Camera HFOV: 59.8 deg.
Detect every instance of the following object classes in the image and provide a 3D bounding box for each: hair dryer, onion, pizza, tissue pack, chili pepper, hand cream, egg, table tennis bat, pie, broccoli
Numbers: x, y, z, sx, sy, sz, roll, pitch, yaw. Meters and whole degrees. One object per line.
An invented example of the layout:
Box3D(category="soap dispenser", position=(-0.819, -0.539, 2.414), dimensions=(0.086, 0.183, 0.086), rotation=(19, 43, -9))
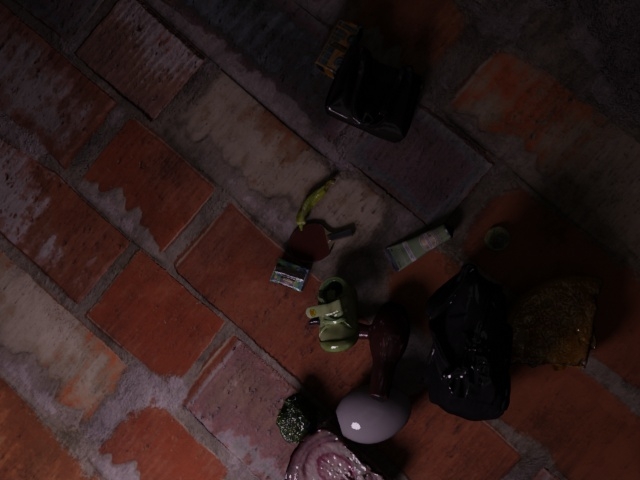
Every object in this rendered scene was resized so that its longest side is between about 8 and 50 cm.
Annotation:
Box3D(category="hair dryer", position=(0.100, 0.326, 1.756), dimensions=(0.341, 0.123, 0.312), rotation=(7, 57, 22))
Box3D(category="onion", position=(0.022, 0.745, 1.738), dimensions=(0.314, 0.146, 0.280), rotation=(43, 88, 0))
Box3D(category="pizza", position=(0.722, 0.264, 1.713), dimensions=(0.278, 0.114, 0.409), rotation=(44, 92, 8))
Box3D(category="tissue pack", position=(-0.100, 0.113, 1.830), dimensions=(0.111, 0.079, 0.085), rotation=(20, 88, 8))
Box3D(category="chili pepper", position=(-0.028, -0.131, 1.858), dimensions=(0.043, 0.049, 0.208), rotation=(35, 87, -36))
Box3D(category="hand cream", position=(0.327, 0.016, 1.807), dimensions=(0.235, 0.055, 0.086), rotation=(-28, 81, 11))
Box3D(category="egg", position=(0.168, 0.533, 1.726), dimensions=(0.232, 0.176, 0.176), rotation=(-14, 85, -4))
Box3D(category="table tennis bat", position=(0.000, 0.000, 1.857), dimensions=(0.220, 0.019, 0.130), rotation=(-15, 84, 7))
Box3D(category="pie", position=(0.572, -0.007, 1.795), dimensions=(0.085, 0.017, 0.085), rotation=(0, 86, 6))
Box3D(category="broccoli", position=(-0.073, 0.574, 1.772), dimensions=(0.162, 0.138, 0.146), rotation=(49, 65, -24))

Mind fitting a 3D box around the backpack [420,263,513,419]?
Box3D(category="backpack", position=(0.430, 0.292, 1.639), dimensions=(0.255, 0.363, 0.445), rotation=(11, 72, 4))

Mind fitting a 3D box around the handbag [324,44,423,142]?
Box3D(category="handbag", position=(0.177, -0.475, 1.799), dimensions=(0.285, 0.113, 0.257), rotation=(21, 85, -8))

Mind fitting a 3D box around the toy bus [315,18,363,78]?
Box3D(category="toy bus", position=(0.063, -0.642, 1.858), dimensions=(0.103, 0.091, 0.182), rotation=(30, 91, 6))

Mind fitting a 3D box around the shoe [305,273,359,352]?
Box3D(category="shoe", position=(0.041, 0.226, 1.742), dimensions=(0.140, 0.262, 0.128), rotation=(-22, 127, 31))
